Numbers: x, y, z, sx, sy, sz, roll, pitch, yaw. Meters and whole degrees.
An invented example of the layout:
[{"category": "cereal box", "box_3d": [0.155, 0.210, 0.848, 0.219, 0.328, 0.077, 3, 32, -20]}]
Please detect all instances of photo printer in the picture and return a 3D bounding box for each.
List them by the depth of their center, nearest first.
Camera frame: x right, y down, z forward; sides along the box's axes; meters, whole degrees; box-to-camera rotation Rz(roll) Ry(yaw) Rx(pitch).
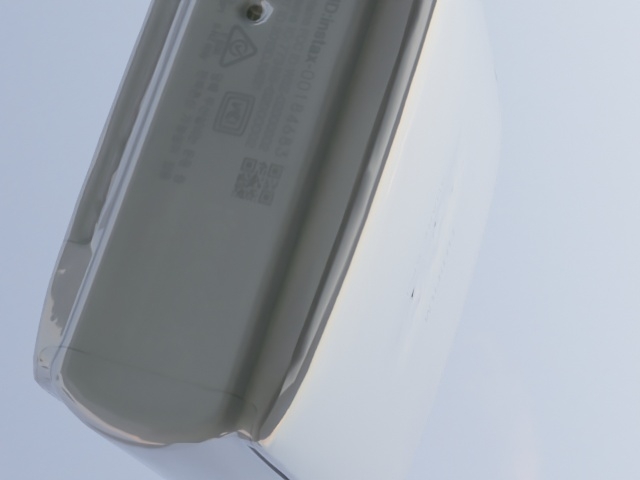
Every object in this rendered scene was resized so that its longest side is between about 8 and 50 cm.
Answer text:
[{"category": "photo printer", "box_3d": [0.000, 0.000, 0.698, 0.307, 0.107, 0.256, 63, -136, -68]}]
